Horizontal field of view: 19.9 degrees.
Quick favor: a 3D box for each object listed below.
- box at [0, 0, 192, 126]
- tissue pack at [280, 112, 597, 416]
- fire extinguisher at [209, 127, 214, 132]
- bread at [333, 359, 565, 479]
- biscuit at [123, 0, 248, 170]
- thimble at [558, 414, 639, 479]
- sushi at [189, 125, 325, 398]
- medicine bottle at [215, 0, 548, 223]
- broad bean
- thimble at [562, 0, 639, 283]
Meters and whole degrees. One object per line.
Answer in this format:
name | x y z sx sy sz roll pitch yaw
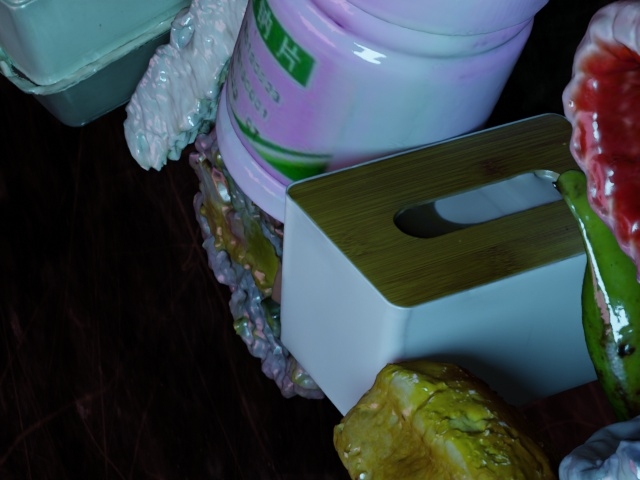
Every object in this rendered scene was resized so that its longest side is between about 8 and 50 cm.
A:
box | -0.192 -0.251 1.703 0.220 0.290 0.166 45 161 45
tissue pack | 0.110 0.027 1.317 0.159 0.246 0.136 46 142 42
fire extinguisher | -0.040 -0.011 1.784 0.099 0.071 0.231 -27 80 34
bread | 0.171 0.216 1.234 0.380 0.109 0.185 39 -175 -40
biscuit | -0.065 -0.190 1.610 0.084 0.179 0.281 45 120 6
thimble | 0.269 0.161 1.084 0.217 0.245 0.157 -27 81 53
sushi | 0.000 0.000 1.596 0.270 0.171 0.236 57 153 32
medicine bottle | 0.051 -0.170 1.367 0.212 0.212 0.325 60 150 26
broad bean | 0.227 0.102 1.253 0.061 0.077 0.339 4 126 45
thimble | 0.246 -0.069 1.142 0.189 0.125 0.163 69 153 12
